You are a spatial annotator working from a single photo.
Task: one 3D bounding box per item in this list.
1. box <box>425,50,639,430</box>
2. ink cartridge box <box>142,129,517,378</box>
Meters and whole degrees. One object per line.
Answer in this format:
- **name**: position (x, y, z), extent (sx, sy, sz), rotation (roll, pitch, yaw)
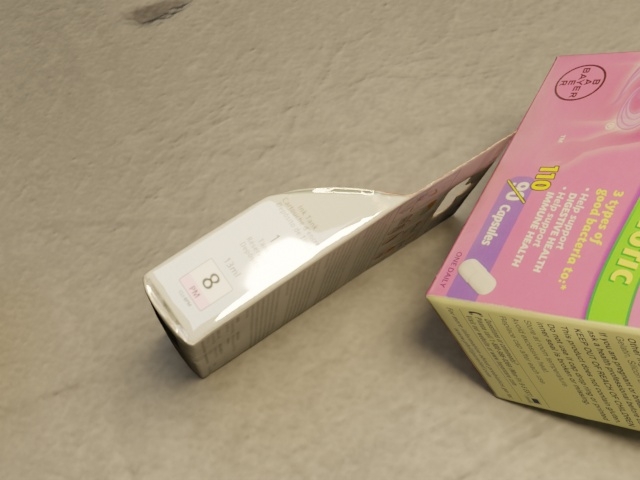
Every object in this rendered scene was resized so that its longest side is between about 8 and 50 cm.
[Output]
- **box**: position (0.225, -0.002, 0.566), extent (0.243, 0.117, 0.213), rotation (8, 56, 43)
- **ink cartridge box**: position (0.000, 0.000, 0.632), extent (0.232, 0.189, 0.066), rotation (-37, 82, -12)
